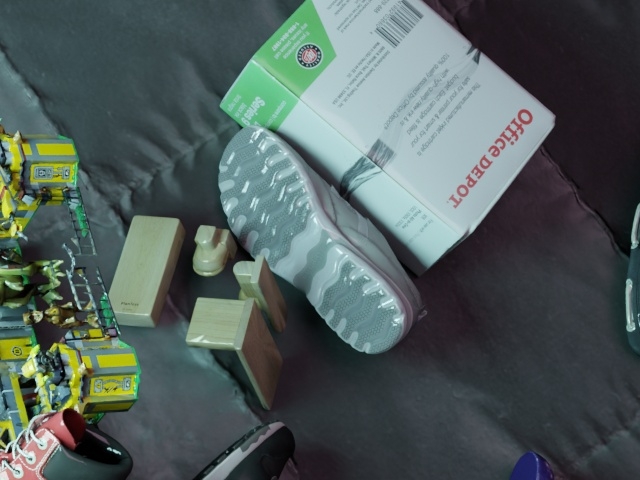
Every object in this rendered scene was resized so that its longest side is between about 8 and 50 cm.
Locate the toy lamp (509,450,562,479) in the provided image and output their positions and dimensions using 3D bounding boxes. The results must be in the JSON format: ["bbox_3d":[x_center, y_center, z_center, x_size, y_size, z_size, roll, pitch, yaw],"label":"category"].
[{"bbox_3d":[0.331,0.286,2.032,0.274,0.080,0.080,17,60,-16],"label":"toy lamp"}]

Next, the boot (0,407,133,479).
[{"bbox_3d":[-0.288,0.193,1.646,0.244,0.176,0.088,15,32,-12],"label":"boot"}]

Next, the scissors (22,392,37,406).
[{"bbox_3d":[-0.178,0.252,1.861,0.297,0.021,0.109,32,56,-4],"label":"scissors"}]

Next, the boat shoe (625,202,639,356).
[{"bbox_3d":[0.389,-0.012,2.193,0.114,0.091,0.302,34,53,-29],"label":"boat shoe"}]

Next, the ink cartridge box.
[{"bbox_3d":[0.073,-0.135,2.099,0.289,0.121,0.211,41,57,0],"label":"ink cartridge box"}]

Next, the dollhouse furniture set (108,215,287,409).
[{"bbox_3d":[-0.118,0.071,1.973,0.151,0.123,0.144,4,58,18],"label":"dollhouse furniture set"}]

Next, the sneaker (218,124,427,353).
[{"bbox_3d":[0.000,0.000,2.037,0.281,0.105,0.115,53,24,12],"label":"sneaker"}]

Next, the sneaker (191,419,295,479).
[{"bbox_3d":[-0.089,0.280,1.819,0.124,0.107,0.283,48,40,1],"label":"sneaker"}]

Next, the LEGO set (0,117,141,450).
[{"bbox_3d":[-0.315,0.066,1.757,0.192,0.255,0.331,-1,67,-34],"label":"LEGO set"}]
